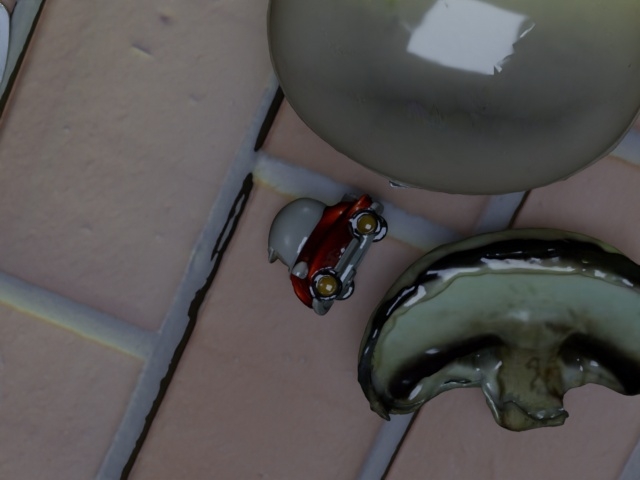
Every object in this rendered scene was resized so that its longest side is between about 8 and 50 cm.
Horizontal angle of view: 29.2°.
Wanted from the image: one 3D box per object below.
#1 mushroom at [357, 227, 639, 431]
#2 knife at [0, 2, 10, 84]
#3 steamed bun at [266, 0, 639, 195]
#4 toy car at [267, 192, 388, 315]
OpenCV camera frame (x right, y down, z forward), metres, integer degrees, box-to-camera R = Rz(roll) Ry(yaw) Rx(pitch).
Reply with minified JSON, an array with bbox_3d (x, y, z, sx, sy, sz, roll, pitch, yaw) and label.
[{"bbox_3d":[0.208,0.097,1.347,0.344,0.130,0.247,-14,118,5],"label":"mushroom"},{"bbox_3d":[-0.365,-0.246,1.323,0.058,0.032,0.244,-3,108,-7],"label":"knife"},{"bbox_3d":[0.137,-0.208,1.178,0.374,0.334,0.334,9,103,0],"label":"steamed bun"},{"bbox_3d":[0.000,0.000,1.340,0.112,0.112,0.139,32,92,10],"label":"toy car"}]
